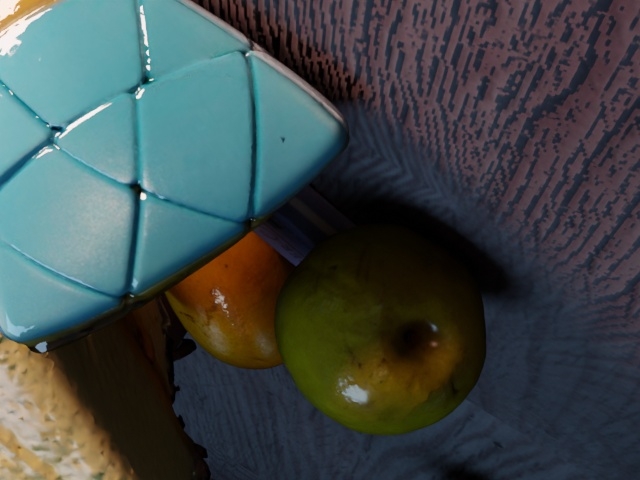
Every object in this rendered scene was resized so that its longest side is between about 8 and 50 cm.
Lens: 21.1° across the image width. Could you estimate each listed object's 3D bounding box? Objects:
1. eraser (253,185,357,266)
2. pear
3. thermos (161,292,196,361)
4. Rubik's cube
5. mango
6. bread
[{"bbox_3d":[0.000,0.000,1.294,0.225,0.036,0.082,40,163,-26],"label":"eraser"},{"bbox_3d":[0.042,0.061,1.196,0.149,0.149,0.162,37,176,-16],"label":"pear"},{"bbox_3d":[-0.187,0.092,1.613,0.124,0.232,0.099,37,166,-12],"label":"thermos"},{"bbox_3d":[-0.104,-0.089,1.029,0.254,0.254,0.254,31,166,9],"label":"Rubik's cube"},{"bbox_3d":[-0.075,0.024,1.384,0.145,0.112,0.219,35,168,36],"label":"mango"},{"bbox_3d":[-0.259,0.041,1.238,0.346,0.242,0.405,-94,-18,-53],"label":"bread"}]
